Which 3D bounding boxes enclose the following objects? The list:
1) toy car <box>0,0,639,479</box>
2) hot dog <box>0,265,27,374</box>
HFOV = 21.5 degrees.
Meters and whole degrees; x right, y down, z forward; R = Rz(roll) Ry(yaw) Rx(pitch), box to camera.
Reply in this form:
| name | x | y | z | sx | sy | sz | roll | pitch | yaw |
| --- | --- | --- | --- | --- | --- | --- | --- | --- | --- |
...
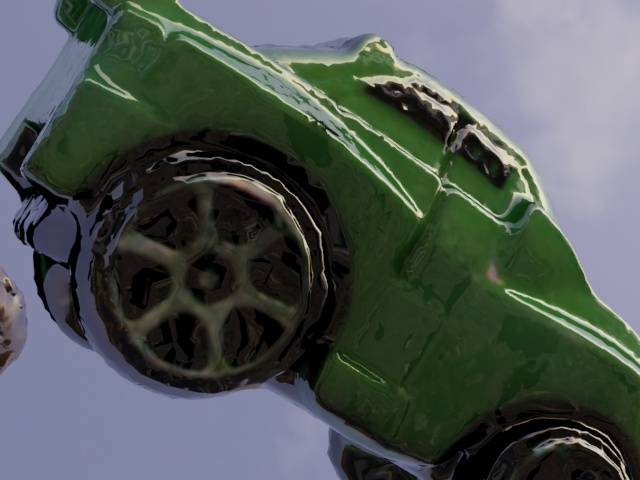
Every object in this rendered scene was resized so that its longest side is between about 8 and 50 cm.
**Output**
| name | x | y | z | sx | sy | sz | roll | pitch | yaw |
| --- | --- | --- | --- | --- | --- | --- | --- | --- | --- |
| toy car | 0.000 | 0.000 | 0.688 | 0.358 | 0.213 | 0.176 | 31 | -95 | -12 |
| hot dog | -0.270 | -0.020 | 0.884 | 0.122 | 0.272 | 0.196 | -39 | -27 | -13 |
